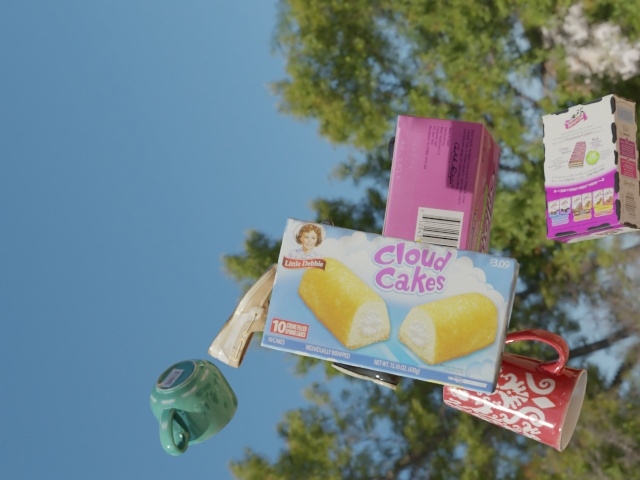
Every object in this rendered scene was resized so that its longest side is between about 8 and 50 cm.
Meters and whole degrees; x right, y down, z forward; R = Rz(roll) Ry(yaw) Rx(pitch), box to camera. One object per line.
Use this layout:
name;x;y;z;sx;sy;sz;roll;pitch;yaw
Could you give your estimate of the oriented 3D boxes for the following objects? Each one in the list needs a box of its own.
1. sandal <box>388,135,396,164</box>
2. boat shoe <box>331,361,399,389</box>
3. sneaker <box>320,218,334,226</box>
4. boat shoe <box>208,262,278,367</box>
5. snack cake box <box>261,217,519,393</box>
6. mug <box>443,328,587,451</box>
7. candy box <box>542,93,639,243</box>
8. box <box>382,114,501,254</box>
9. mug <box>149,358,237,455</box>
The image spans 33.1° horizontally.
sandal;0.168;-0.073;1.996;0.097;0.054;0.254;-42;-62;-60
boat shoe;0.087;0.244;2.031;0.049;0.133;0.042;43;-117;-70
sneaker;0.000;0.000;2.004;0.031;0.083;0.035;26;-167;4
boat shoe;-0.094;0.110;1.542;0.059;0.170;0.063;36;-160;4
snack cake box;0.081;0.072;1.222;0.089;0.264;0.152;25;-104;-76
mug;0.266;0.187;1.458;0.113;0.169;0.150;13;-88;-66
candy box;0.477;-0.123;1.898;0.071;0.159;0.233;10;-105;-38
box;0.172;-0.047;1.512;0.243;0.117;0.213;15;-97;-76
mug;-0.210;0.260;1.748;0.097;0.129;0.157;62;179;-25
